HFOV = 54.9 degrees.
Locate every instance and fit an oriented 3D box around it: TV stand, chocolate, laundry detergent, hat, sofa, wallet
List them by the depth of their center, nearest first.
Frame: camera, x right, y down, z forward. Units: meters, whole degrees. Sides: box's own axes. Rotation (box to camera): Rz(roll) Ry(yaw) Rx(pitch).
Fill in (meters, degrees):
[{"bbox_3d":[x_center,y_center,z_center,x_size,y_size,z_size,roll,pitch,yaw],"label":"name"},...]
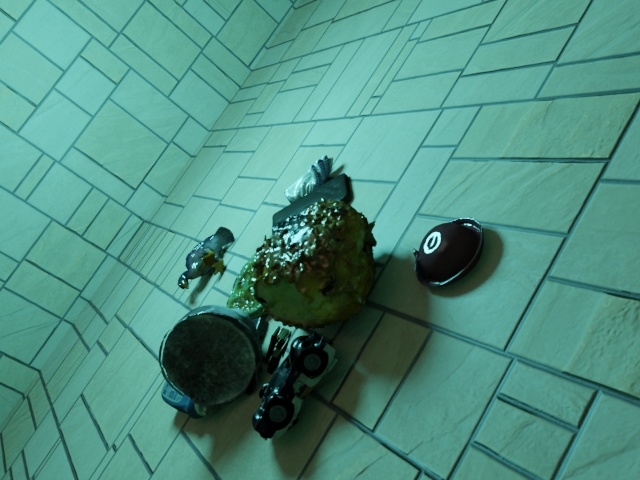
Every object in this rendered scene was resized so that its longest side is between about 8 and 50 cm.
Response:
[{"bbox_3d":[0.297,0.019,1.480,0.205,0.089,0.205,-37,32,27],"label":"hat"},{"bbox_3d":[-0.119,0.302,1.674,0.036,0.042,0.249,-55,-9,-34],"label":"TV stand"},{"bbox_3d":[-0.313,0.320,1.861,0.303,0.303,0.213,-45,9,13],"label":"chocolate"},{"bbox_3d":[-0.399,0.489,1.955,0.290,0.094,0.143,7,57,54],"label":"laundry detergent"},{"bbox_3d":[-0.222,0.288,1.976,0.118,0.039,0.060,-20,42,43],"label":"sofa"},{"bbox_3d":[-0.035,-0.117,2.117,0.310,0.042,0.165,-28,30,16],"label":"wallet"}]

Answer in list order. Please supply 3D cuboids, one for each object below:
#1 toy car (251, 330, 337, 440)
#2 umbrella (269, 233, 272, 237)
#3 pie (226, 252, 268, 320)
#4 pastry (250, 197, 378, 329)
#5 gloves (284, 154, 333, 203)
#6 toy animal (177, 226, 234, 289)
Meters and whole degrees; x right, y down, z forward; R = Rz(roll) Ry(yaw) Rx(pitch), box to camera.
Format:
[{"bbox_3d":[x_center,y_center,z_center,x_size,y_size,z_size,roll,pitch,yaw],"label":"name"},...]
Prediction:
[{"bbox_3d":[-0.071,0.371,1.581,0.301,0.118,0.193,-59,10,-5],"label":"toy car"},{"bbox_3d":[-0.141,-0.011,2.190,0.143,0.062,0.067,-49,59,3],"label":"umbrella"},{"bbox_3d":[-0.212,0.150,2.086,0.303,0.067,0.302,-33,35,27],"label":"pie"},{"bbox_3d":[-0.007,0.058,1.676,0.337,0.292,0.405,-53,17,-26],"label":"pastry"},{"bbox_3d":[-0.035,-0.219,2.231,0.229,0.097,0.119,-47,33,17],"label":"gloves"},{"bbox_3d":[-0.463,0.074,2.484,0.185,0.122,0.298,-8,49,52],"label":"toy animal"}]
